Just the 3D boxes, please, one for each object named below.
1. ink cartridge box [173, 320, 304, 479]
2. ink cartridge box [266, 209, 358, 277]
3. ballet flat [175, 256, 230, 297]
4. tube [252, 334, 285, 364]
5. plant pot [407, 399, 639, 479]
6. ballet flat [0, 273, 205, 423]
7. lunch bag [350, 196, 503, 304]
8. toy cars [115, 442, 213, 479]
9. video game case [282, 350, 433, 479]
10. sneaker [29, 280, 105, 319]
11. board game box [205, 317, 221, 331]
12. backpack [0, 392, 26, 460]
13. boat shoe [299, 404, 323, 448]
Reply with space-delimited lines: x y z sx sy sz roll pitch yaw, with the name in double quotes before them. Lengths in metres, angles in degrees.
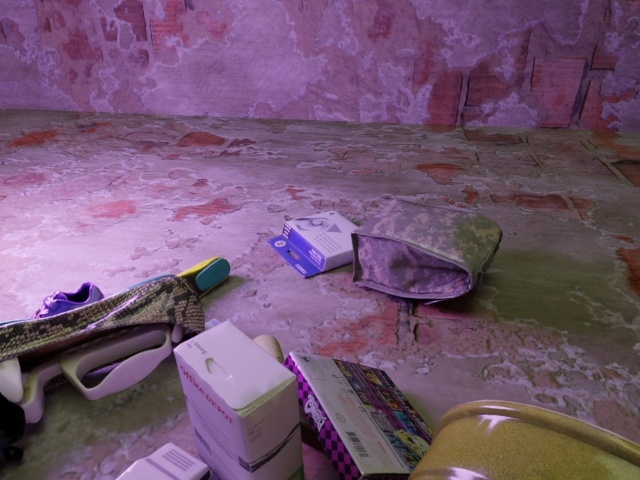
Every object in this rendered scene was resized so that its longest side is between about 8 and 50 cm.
"ink cartridge box" -0.107 0.244 0.659 0.092 0.220 0.160 -26 39 -36
"ink cartridge box" 0.000 0.000 1.269 0.223 0.046 0.223 -18 34 -27
"ballet flat" -0.300 0.103 1.080 0.077 0.077 0.231 -6 19 37
"tube" -0.076 0.226 0.786 0.070 0.062 0.240 32 2 -16
"plant pot" 0.134 0.377 0.339 0.353 0.367 0.366 -37 44 -29
"ballet flat" -0.429 0.199 0.823 0.482 0.164 0.182 -17 52 -24
"lunch bag" 0.249 0.024 1.100 0.286 0.169 0.235 13 32 31
"toy cars" -0.333 0.353 0.605 0.393 0.087 0.176 -9 31 -15
"video game case" 0.072 0.262 0.704 0.210 0.042 0.232 21 15 -35
"sneaker" -0.527 0.154 0.946 0.095 0.105 0.236 26 40 36
"board game box" -0.218 0.199 0.945 0.090 0.020 0.090 26 40 38
"backpack" -0.574 0.236 0.609 0.276 0.264 0.213 14 38 3
"boat shoe" 0.027 0.291 0.734 0.169 0.063 0.059 17 40 30
